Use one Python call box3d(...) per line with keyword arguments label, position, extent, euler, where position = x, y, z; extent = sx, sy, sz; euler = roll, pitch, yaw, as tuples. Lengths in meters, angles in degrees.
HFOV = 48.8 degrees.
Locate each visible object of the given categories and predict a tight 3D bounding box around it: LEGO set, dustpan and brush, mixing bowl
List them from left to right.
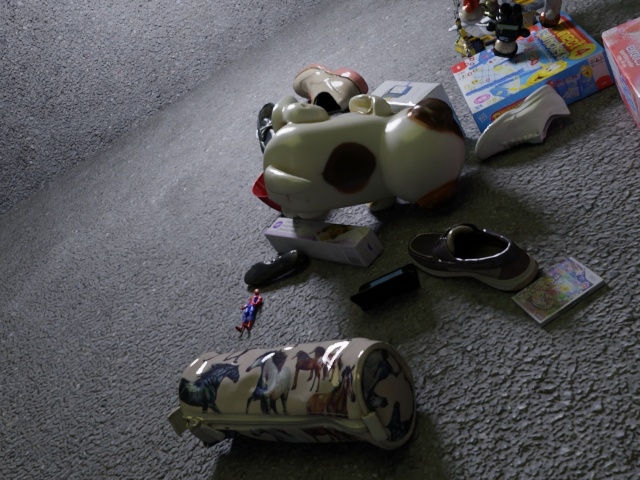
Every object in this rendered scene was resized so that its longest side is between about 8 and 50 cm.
box3d(label="mixing bowl", position=(-0.074, -0.135, 1.813), extent=(0.181, 0.098, 0.181), euler=(-25, 31, 16))
box3d(label="dustpan and brush", position=(0.482, -0.637, 2.057), extent=(0.211, 0.060, 0.147), euler=(-21, 31, 21))
box3d(label="LEGO set", position=(0.463, -0.619, 1.827), extent=(0.254, 0.331, 0.192), euler=(-15, 29, -9))

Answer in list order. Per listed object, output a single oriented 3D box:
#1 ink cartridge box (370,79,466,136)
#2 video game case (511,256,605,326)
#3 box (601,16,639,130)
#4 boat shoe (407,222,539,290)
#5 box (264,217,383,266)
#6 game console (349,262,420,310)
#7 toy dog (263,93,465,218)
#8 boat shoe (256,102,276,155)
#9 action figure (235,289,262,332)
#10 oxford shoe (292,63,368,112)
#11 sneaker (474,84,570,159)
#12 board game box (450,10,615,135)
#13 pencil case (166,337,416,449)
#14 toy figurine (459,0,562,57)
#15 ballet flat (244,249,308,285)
box3d(label="ink cartridge box", position=(0.225, -0.297, 1.703), extent=(0.093, 0.154, 0.212), euler=(-42, 31, -13))
box3d(label="video game case", position=(0.379, 0.080, 1.129), extent=(0.122, 0.011, 0.087), euler=(-34, 29, -1))
box3d(label="box", position=(0.635, -0.294, 1.294), extent=(0.142, 0.154, 0.300), euler=(-21, 30, 21))
box3d(label="boat shoe", position=(0.257, 0.014, 1.265), extent=(0.103, 0.092, 0.285), euler=(-44, 30, -17))
box3d(label="box", position=(0.000, 0.000, 1.570), extent=(0.324, 0.067, 0.063), euler=(7, 47, 51))
box3d(label="game console", position=(0.118, 0.076, 1.332), extent=(0.122, 0.071, 0.107), euler=(-25, 30, 13))
box3d(label="toy dog", position=(0.100, -0.190, 1.502), extent=(0.407, 0.285, 0.395), euler=(-2, 6, 12))
box3d(label="boat shoe", position=(-0.156, -0.343, 2.214), extent=(0.114, 0.091, 0.302), euler=(-30, 29, 7))
box3d(label="action figure", position=(-0.153, 0.149, 1.538), extent=(0.038, 0.030, 0.115), euler=(-21, 29, 31))
box3d(label="oxford shoe", position=(-0.003, -0.474, 2.235), extent=(0.130, 0.123, 0.348), euler=(-49, 31, -16))
box3d(label="sneaker", position=(0.428, -0.231, 1.498), extent=(0.212, 0.080, 0.094), euler=(-40, 68, 15))
box3d(label="board game box", position=(0.483, -0.390, 1.657), extent=(0.301, 0.086, 0.308), euler=(-25, 30, 15))
box3d(label="pencil case", position=(-0.046, 0.253, 1.134), extent=(0.410, 0.160, 0.183), euler=(-10, 28, 35))
box3d(label="toy figurine", position=(0.450, -0.556, 1.653), extent=(0.209, 0.148, 0.213), euler=(-32, 62, -9))
box3d(label="ballet flat", position=(-0.104, 0.069, 1.607), extent=(0.173, 0.049, 0.058), euler=(-22, 59, 29))
